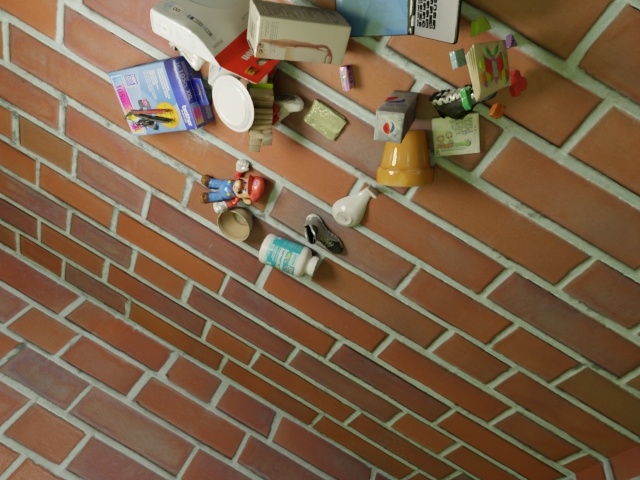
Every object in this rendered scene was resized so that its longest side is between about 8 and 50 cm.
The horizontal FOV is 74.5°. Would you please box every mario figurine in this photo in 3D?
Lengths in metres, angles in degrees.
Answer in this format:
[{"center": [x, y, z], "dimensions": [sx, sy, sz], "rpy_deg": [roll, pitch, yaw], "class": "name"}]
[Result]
[{"center": [-0.394, -0.236, 1.832], "dimensions": [0.321, 0.170, 0.198], "rpy_deg": [-1, 119, 24], "class": "mario figurine"}]

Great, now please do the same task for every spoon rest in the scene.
[{"center": [0.148, -0.145, 1.747], "dimensions": [0.137, 0.084, 0.276], "rpy_deg": [42, 140, -7], "class": "spoon rest"}]

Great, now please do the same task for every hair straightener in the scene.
[{"center": [-0.688, -0.477, 1.678], "dimensions": [0.231, 0.047, 0.089], "rpy_deg": [5, 124, 19], "class": "hair straightener"}]

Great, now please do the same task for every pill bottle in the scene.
[{"center": [-0.141, 0.077, 1.950], "dimensions": [0.264, 0.146, 0.146], "rpy_deg": [20, 127, 8], "class": "pill bottle"}]

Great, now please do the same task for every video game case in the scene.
[{"center": [0.480, -0.373, 1.491], "dimensions": [0.157, 0.019, 0.143], "rpy_deg": [-1, 121, 22], "class": "video game case"}]

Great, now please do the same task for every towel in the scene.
[{"center": [0.017, -0.460, 1.610], "dimensions": [0.148, 0.027, 0.110], "rpy_deg": [36, 126, -4], "class": "towel"}]

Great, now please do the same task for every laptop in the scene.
[{"center": [0.207, -0.780, 1.204], "dimensions": [0.236, 0.408, 0.381], "rpy_deg": [-12, 123, -10], "class": "laptop"}]

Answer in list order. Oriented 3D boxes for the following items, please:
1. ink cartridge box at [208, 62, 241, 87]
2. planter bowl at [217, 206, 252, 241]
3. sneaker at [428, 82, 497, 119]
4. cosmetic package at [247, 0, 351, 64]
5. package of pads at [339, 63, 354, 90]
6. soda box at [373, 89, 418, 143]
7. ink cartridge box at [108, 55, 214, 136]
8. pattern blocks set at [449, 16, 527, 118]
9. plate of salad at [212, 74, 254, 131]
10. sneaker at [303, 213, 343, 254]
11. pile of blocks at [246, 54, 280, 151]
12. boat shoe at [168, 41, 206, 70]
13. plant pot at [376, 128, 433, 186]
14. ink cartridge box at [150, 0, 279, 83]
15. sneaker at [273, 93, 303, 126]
[{"center": [-0.338, -0.668, 1.533], "dimensions": [0.134, 0.231, 0.078], "rpy_deg": [-29, 143, 34], "class": "ink cartridge box"}, {"center": [-0.381, -0.091, 1.957], "dimensions": [0.162, 0.109, 0.162], "rpy_deg": [10, 124, 15], "class": "planter bowl"}, {"center": [0.474, -0.450, 1.378], "dimensions": [0.234, 0.078, 0.106], "rpy_deg": [9, 142, 50], "class": "sneaker"}, {"center": [-0.072, -0.661, 1.342], "dimensions": [0.296, 0.153, 0.129], "rpy_deg": [-3, 136, -20], "class": "cosmetic package"}, {"center": [0.094, -0.576, 1.489], "dimensions": [0.032, 0.050, 0.083], "rpy_deg": [2, 122, 27], "class": "package of pads"}, {"center": [0.253, -0.414, 1.385], "dimensions": [0.091, 0.286, 0.098], "rpy_deg": [12, 125, 16], "class": "soda box"}, {"center": [-0.612, -0.585, 1.702], "dimensions": [0.396, 0.151, 0.270], "rpy_deg": [-1, 121, 20], "class": "ink cartridge box"}, {"center": [0.497, -0.501, 1.227], "dimensions": [0.026, 0.325, 0.285], "rpy_deg": [5, 129, 54], "class": "pattern blocks set"}, {"center": [-0.304, -0.484, 1.490], "dimensions": [0.200, 0.048, 0.199], "rpy_deg": [23, 133, 27], "class": "plate of salad"}, {"center": [0.000, 0.000, 1.852], "dimensions": [0.086, 0.132, 0.228], "rpy_deg": [-33, 105, 35], "class": "sneaker"}, {"center": [-0.207, -0.506, 1.535], "dimensions": [0.113, 0.149, 0.362], "rpy_deg": [-2, 119, -15], "class": "pile of blocks"}, {"center": [-0.520, -0.743, 1.562], "dimensions": [0.267, 0.096, 0.088], "rpy_deg": [45, 114, 3], "class": "boat shoe"}, {"center": [0.305, -0.301, 1.510], "dimensions": [0.205, 0.205, 0.187], "rpy_deg": [5, 108, 19], "class": "plant pot"}, {"center": [-0.301, -0.709, 1.390], "dimensions": [0.385, 0.308, 0.091], "rpy_deg": [28, 147, 3], "class": "ink cartridge box"}, {"center": [-0.161, -0.498, 1.629], "dimensions": [0.232, 0.090, 0.115], "rpy_deg": [7, 131, 28], "class": "sneaker"}]
